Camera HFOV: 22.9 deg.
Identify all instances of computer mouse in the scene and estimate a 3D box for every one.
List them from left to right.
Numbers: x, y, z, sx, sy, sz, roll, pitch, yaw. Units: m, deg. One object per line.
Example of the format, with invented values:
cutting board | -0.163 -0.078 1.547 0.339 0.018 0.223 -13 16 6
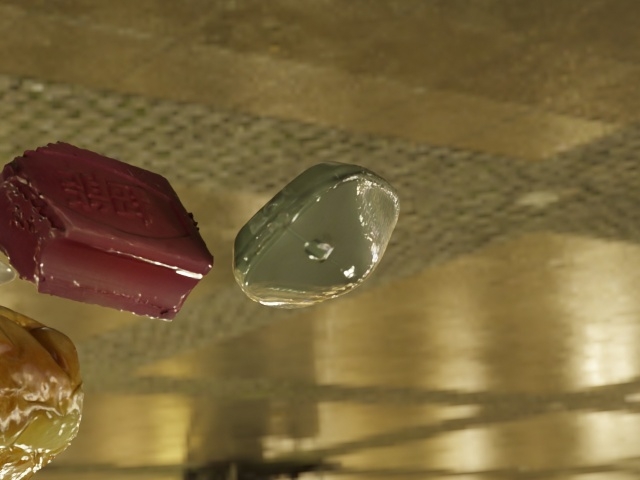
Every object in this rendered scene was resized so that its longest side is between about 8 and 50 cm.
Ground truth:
computer mouse | 0.004 0.005 1.762 0.197 0.095 0.331 -46 166 6

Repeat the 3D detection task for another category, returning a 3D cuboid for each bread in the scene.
bread | -0.296 0.116 1.099 0.167 0.132 0.294 -44 160 17

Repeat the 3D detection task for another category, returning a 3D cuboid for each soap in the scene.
soap | -0.242 -0.011 1.623 0.250 0.162 0.099 16 123 -48

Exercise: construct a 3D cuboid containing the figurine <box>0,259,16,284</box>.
figurine | -0.457 0.027 1.716 0.235 0.155 0.127 -29 -162 -35
